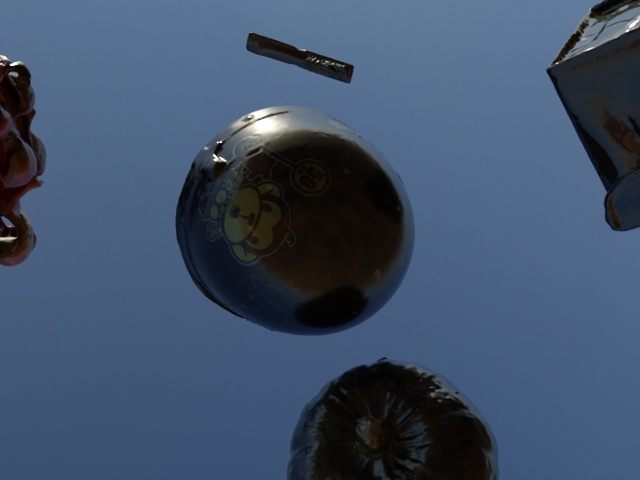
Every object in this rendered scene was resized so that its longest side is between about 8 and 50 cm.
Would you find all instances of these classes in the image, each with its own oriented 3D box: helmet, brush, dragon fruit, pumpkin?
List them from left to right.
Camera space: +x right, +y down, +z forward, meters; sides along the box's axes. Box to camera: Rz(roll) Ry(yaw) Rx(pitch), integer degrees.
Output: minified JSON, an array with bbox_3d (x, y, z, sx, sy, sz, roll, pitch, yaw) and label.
[{"bbox_3d":[-0.439,-0.112,1.263,0.227,0.243,0.307,-34,-93,-25],"label":"dragon fruit"},{"bbox_3d":[-0.038,-0.298,1.770,0.190,0.034,0.027,21,-154,13],"label":"brush"},{"bbox_3d":[0.000,0.000,1.082,0.279,0.160,0.230,33,-89,-29],"label":"helmet"},{"bbox_3d":[0.068,0.217,1.062,0.152,0.211,0.212,55,-150,-64],"label":"pumpkin"}]

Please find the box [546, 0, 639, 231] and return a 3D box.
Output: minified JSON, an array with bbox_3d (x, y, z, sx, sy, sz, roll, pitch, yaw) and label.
[{"bbox_3d":[0.446,-0.193,1.142,0.204,0.345,0.251,59,-145,-13],"label":"box"}]
